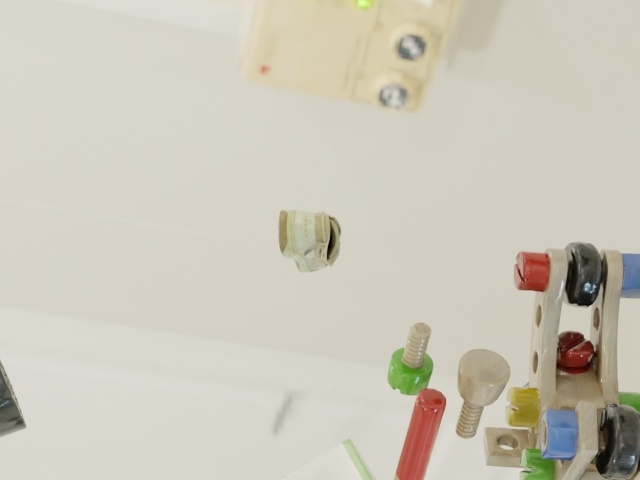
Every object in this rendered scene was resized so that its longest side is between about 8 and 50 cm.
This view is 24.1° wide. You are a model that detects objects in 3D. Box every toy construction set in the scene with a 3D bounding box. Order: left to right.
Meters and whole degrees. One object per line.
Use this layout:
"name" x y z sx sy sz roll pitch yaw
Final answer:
"toy construction set" 0.184 0.168 1.266 0.257 0.309 0.237 56 146 40

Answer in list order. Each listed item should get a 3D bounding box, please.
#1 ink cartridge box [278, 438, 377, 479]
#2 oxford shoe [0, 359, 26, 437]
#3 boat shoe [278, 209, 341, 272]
"ink cartridge box" -0.032 0.311 1.411 0.056 0.235 0.171 60 178 -42
"oxford shoe" -0.187 0.043 0.615 0.082 0.096 0.227 67 167 -11
"boat shoe" 0.000 -0.002 1.372 0.153 0.048 0.056 39 -130 -74
